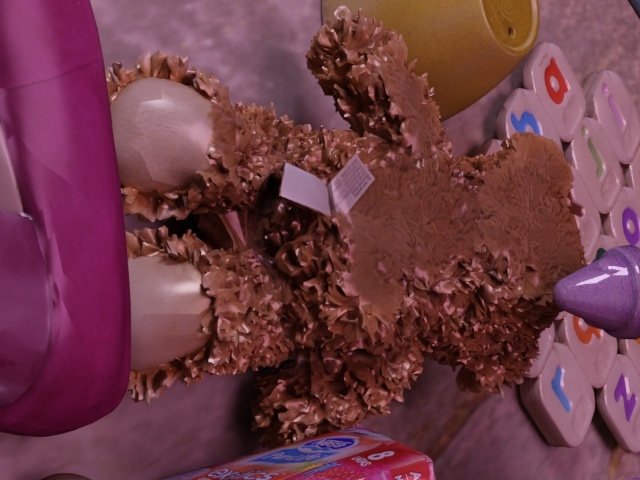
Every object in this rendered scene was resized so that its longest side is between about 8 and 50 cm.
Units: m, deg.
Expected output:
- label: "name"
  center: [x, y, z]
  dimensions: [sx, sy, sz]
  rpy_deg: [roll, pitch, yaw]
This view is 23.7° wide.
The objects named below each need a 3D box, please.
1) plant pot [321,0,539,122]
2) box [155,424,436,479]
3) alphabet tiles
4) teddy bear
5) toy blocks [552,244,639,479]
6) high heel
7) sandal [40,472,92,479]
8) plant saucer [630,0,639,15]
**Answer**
- label: "plant pot"
  center: [0.080, -0.139, 0.957]
  dimensions: [0.134, 0.095, 0.134]
  rpy_deg: [11, 75, -49]
- label: "box"
  center: [0.005, 0.232, 0.739]
  dimensions: [0.128, 0.122, 0.257]
  rpy_deg: [-13, 94, -16]
- label: "alphabet tiles"
  center: [0.195, 0.007, 1.129]
  dimensions: [0.278, 0.021, 0.284]
  rpy_deg: [56, 45, -28]
- label: "teddy bear"
  center: [0.000, 0.000, 0.845]
  dimensions: [0.338, 0.113, 0.245]
  rpy_deg: [-18, 90, -43]
- label: "toy blocks"
  center: [0.198, 0.187, 0.850]
  dimensions: [0.260, 0.289, 0.309]
  rpy_deg: [-1, 41, -22]
- label: "high heel"
  center: [-0.147, -0.104, 0.689]
  dimensions: [0.181, 0.127, 0.377]
  rpy_deg: [31, 59, -64]
- label: "sandal"
  center: [-0.110, 0.198, 0.698]
  dimensions: [0.072, 0.049, 0.180]
  rpy_deg: [17, 71, -47]
- label: "plant saucer"
  center: [0.301, -0.188, 1.298]
  dimensions: [0.192, 0.018, 0.067]
  rpy_deg: [49, 49, -34]
